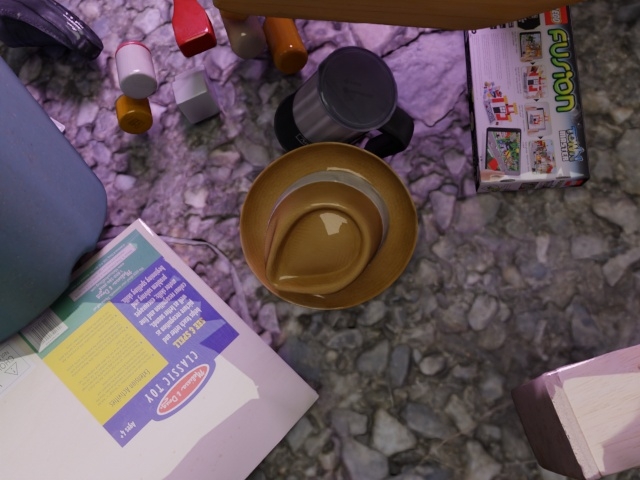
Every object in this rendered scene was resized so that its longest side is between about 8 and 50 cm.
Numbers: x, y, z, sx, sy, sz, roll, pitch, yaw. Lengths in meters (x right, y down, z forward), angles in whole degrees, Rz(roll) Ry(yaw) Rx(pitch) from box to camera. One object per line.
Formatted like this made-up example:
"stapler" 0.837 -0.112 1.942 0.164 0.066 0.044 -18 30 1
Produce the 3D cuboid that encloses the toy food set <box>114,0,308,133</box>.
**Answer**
"toy food set" -0.144 -0.221 0.660 0.232 0.111 0.104 -23 61 6

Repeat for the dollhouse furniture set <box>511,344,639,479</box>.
"dollhouse furniture set" 0.331 0.247 0.368 0.257 0.362 0.394 -19 69 4

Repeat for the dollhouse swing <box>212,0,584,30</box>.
"dollhouse swing" 0.051 -0.347 0.467 0.315 0.305 0.346 4 98 1

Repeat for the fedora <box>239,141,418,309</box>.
"fedora" 0.000 0.000 0.571 0.195 0.079 0.194 4 112 11

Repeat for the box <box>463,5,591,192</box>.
"box" 0.222 -0.159 0.630 0.114 0.036 0.206 -2 79 7

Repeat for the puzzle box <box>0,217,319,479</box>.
"puzzle box" -0.234 0.207 0.553 0.272 0.052 0.409 44 73 8

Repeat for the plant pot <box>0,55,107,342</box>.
"plant pot" -0.399 -0.080 0.511 0.341 0.334 0.341 -15 47 17

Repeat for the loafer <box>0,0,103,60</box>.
"loafer" -0.365 -0.273 0.718 0.223 0.076 0.078 32 90 17

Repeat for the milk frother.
"milk frother" 0.034 -0.162 0.605 0.129 0.135 0.143 9 82 -22

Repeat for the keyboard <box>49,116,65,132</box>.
"keyboard" -0.444 -0.176 0.738 0.256 0.014 0.072 31 85 12
